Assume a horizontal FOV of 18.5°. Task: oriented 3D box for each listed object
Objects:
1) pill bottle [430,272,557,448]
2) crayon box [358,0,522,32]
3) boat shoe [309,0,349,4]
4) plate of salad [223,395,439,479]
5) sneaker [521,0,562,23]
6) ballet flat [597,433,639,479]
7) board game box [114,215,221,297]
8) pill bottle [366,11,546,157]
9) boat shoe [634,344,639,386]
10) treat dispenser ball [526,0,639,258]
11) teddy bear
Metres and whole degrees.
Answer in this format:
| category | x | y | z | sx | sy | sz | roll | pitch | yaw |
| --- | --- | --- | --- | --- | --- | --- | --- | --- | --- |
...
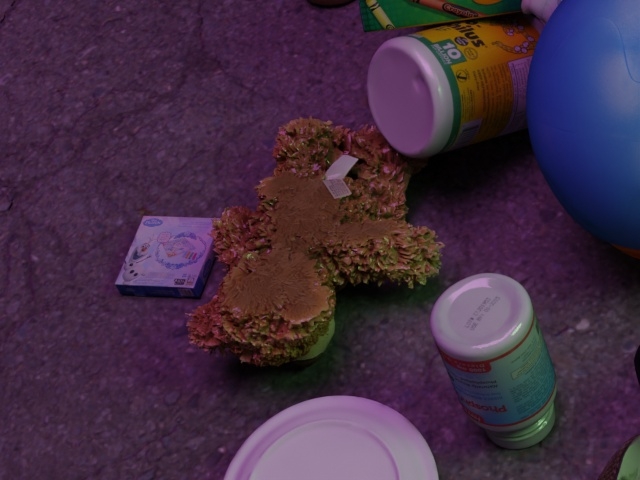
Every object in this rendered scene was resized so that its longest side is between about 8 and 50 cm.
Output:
| category | x | y | z | sx | sy | sz | roll | pitch | yaw |
| --- | --- | --- | --- | --- | --- | --- | --- | --- | --- |
| pill bottle | 0.153 | 0.107 | 1.677 | 0.087 | 0.160 | 0.087 | -11 | 47 | 13 |
| crayon box | 0.144 | -0.282 | 1.980 | 0.165 | 0.081 | 0.278 | -7 | 15 | 16 |
| boat shoe | 0.045 | -0.400 | 2.201 | 0.109 | 0.098 | 0.302 | 8 | 54 | 27 |
| plate of salad | 0.008 | 0.229 | 1.708 | 0.200 | 0.048 | 0.200 | -8 | 59 | 14 |
| sneaker | 0.276 | -0.247 | 1.894 | 0.110 | 0.292 | 0.118 | 28 | 103 | 30 |
| ballet flat | 0.218 | 0.263 | 1.595 | 0.084 | 0.058 | 0.250 | 33 | 69 | 0 |
| board game box | -0.150 | 0.016 | 1.973 | 0.090 | 0.020 | 0.090 | 2 | 53 | 24 |
| pill bottle | 0.158 | -0.157 | 1.896 | 0.208 | 0.118 | 0.117 | -17 | 40 | -32 |
| boat shoe | 0.409 | 0.193 | 1.476 | 0.156 | 0.187 | 0.500 | -19 | 38 | -18 |
| treat dispenser ball | 0.324 | -0.120 | 1.719 | 0.288 | 0.288 | 0.288 | -11 | 48 | 13 |
| teddy bear | 0.000 | 0.000 | 1.885 | 0.245 | 0.113 | 0.338 | -6 | 41 | 8 |
